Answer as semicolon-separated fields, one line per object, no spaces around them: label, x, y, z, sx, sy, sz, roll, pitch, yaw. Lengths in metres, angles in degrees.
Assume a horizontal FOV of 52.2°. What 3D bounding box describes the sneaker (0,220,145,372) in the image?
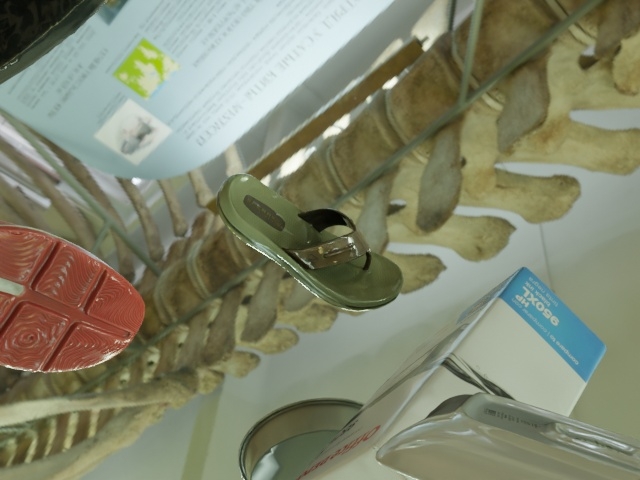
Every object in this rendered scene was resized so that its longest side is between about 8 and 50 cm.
sneaker;-0.212;-0.005;0.379;0.087;0.221;0.128;-53;-137;5

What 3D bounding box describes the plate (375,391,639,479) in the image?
plate;0.204;0.171;0.491;0.278;0.277;0.045;15;-92;20

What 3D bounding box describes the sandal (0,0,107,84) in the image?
sandal;-0.275;-0.155;0.402;0.446;0.167;0.107;-46;178;-9

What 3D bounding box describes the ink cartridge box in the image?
ink cartridge box;0.157;0.246;0.852;0.395;0.166;0.285;-36;170;-43

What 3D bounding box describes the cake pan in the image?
cake pan;0.004;0.391;1.119;0.293;0.293;0.054;-43;-154;21

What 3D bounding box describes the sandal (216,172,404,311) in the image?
sandal;-0.001;0.000;0.900;0.086;0.303;0.120;-42;-153;38
